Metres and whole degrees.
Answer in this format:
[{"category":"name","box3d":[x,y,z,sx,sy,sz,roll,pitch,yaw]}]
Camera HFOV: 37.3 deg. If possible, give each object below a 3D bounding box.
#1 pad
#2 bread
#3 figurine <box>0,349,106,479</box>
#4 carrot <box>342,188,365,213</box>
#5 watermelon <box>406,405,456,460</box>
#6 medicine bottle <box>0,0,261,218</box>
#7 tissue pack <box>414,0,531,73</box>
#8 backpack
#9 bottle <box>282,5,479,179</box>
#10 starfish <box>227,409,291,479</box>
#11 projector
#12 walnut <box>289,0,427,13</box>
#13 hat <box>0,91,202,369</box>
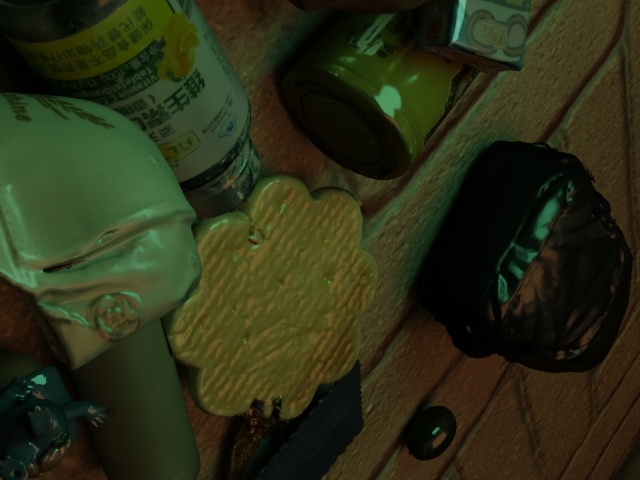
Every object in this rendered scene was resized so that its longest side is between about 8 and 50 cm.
[{"category":"pad","box3d":[-0.021,0.318,1.366,0.269,0.012,0.269,-47,156,-25]},{"category":"bread","box3d":[-0.055,0.071,1.117,0.316,0.054,0.316,-13,112,-36]},{"category":"figurine","box3d":[-0.275,0.150,0.843,0.114,0.178,0.144,-44,104,-14]},{"category":"carrot","box3d":[0.000,0.000,1.206,0.139,0.048,0.048,-52,145,-14]},{"category":"watermelon","box3d":[0.195,0.342,1.674,0.110,0.078,0.078,-48,144,-22]},{"category":"medicine bottle","box3d":[-0.149,-0.137,0.818,0.141,0.141,0.293,-53,146,-16]},{"category":"tissue pack","box3d":[0.163,-0.261,0.982,0.116,0.065,0.155,9,90,-36]},{"category":"backpack","box3d":[0.360,0.054,1.558,0.446,0.255,0.363,35,81,-42]},{"category":"bottle","box3d":[0.124,-0.249,1.093,0.351,0.172,0.171,-51,145,-19]},{"category":"starfish","box3d":[-0.071,0.233,1.263,0.138,0.050,0.247,-23,136,-46]},{"category":"projector","box3d":[-0.201,0.131,0.958,0.108,0.108,0.337,-39,140,-33]},{"category":"walnut","box3d":[0.032,-0.335,0.857,0.273,0.227,0.273,-30,129,-46]},{"category":"hat","box3d":[-0.224,-0.070,0.677,0.168,0.258,0.301,-46,131,-17]}]
